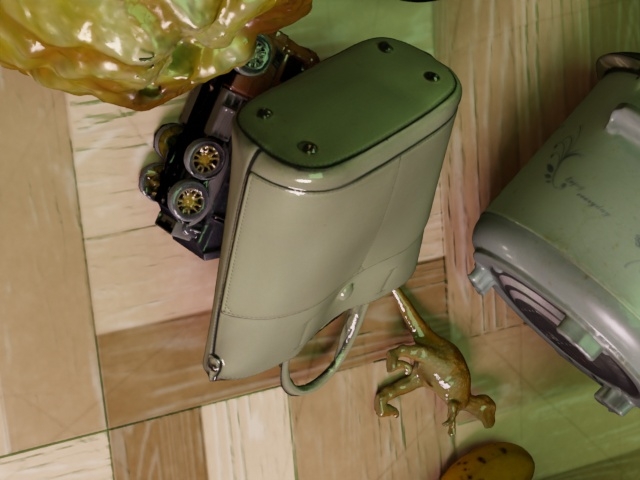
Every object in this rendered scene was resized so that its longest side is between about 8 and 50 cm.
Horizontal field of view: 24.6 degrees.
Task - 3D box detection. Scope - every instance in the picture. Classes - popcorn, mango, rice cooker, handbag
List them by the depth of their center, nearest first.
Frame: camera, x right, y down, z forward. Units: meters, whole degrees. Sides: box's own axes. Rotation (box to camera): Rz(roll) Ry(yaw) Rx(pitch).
[{"bbox_3d":[-0.141,-0.225,1.007,0.282,0.282,0.247,-36,118,-15],"label":"popcorn"},{"bbox_3d":[0.000,0.000,1.184,0.241,0.109,0.315,-30,149,-34],"label":"handbag"},{"bbox_3d":[0.297,-0.015,1.277,0.317,0.264,0.316,-29,140,-29],"label":"rice cooker"},{"bbox_3d":[0.155,0.235,1.380,0.114,0.057,0.079,-31,108,-20],"label":"mango"}]

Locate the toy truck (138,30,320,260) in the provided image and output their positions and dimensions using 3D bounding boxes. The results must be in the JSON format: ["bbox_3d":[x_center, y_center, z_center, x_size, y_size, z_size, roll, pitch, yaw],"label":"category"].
[{"bbox_3d":[-0.072,-0.081,1.170,0.092,0.083,0.192,22,93,-29],"label":"toy truck"}]

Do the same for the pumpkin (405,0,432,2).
[{"bbox_3d":[0.089,-0.273,1.179,0.167,0.125,0.167,-10,107,-33],"label":"pumpkin"}]

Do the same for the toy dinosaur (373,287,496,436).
[{"bbox_3d":[0.109,0.102,1.338,0.126,0.039,0.162,-2,96,-27],"label":"toy dinosaur"}]
